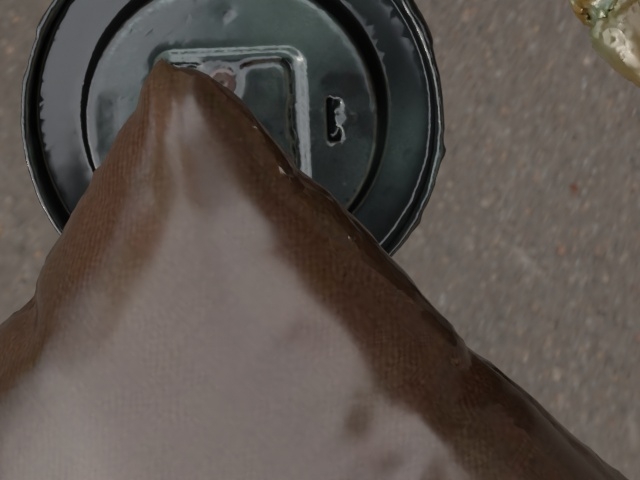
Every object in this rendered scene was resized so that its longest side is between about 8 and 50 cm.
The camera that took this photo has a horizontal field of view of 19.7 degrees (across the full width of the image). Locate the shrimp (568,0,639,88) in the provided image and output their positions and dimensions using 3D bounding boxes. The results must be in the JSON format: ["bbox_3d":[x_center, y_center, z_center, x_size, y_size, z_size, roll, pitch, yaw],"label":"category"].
[{"bbox_3d":[0.145,-0.168,0.727,0.145,0.061,0.267,-14,69,-12],"label":"shrimp"}]

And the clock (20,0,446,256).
[{"bbox_3d":[-0.037,-0.055,0.806,0.184,0.040,0.185,0,104,1],"label":"clock"}]

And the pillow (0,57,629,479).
[{"bbox_3d":[-0.022,0.157,0.510,0.305,0.108,0.308,42,108,-7],"label":"pillow"}]
